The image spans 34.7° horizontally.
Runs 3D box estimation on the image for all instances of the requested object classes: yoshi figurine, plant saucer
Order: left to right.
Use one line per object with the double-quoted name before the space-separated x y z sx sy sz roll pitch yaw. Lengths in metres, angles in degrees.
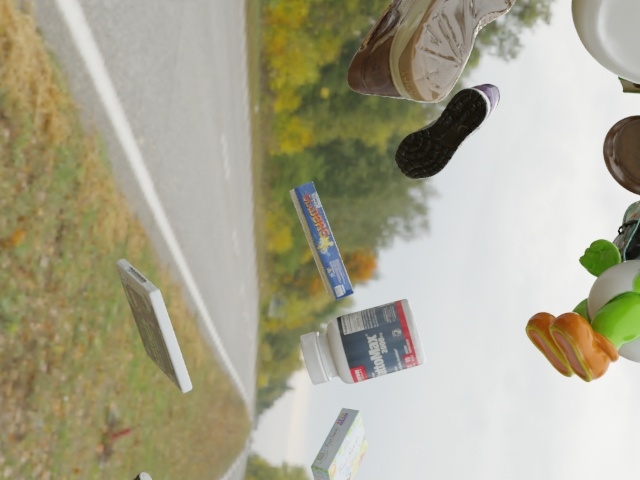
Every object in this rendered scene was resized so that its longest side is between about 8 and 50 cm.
"yoshi figurine" 0.451 0.027 1.429 0.203 0.362 0.203 48 -10 39
"plant saucer" 0.617 -0.163 1.933 0.029 0.168 0.168 -37 148 -42

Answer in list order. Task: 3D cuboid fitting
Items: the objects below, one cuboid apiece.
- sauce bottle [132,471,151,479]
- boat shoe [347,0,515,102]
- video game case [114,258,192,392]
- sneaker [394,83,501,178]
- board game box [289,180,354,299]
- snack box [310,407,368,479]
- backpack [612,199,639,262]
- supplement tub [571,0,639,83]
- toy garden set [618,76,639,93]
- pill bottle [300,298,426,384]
"sauce bottle" -0.313 0.404 1.589 0.128 0.042 0.042 -42 -164 17
"boat shoe" 0.135 -0.283 1.208 0.123 0.123 0.342 57 49 -35
"video game case" -0.277 0.139 1.689 0.173 0.022 0.190 29 -41 57
"sneaker" 0.287 -0.234 2.227 0.283 0.107 0.124 -39 175 39
"board game box" 0.000 0.000 1.762 0.136 0.035 0.201 -169 -121 -84
"snack box" 0.034 0.374 1.767 0.141 0.037 0.100 -57 143 -44
"backpack" 0.574 0.013 1.720 0.188 0.166 0.144 -64 -178 -16
"supplement tub" 0.326 -0.293 0.939 0.191 0.191 0.272 102 -1 -52
"toy garden set" 0.488 -0.293 1.453 0.049 0.204 0.244 -50 129 -25
"pill bottle" 0.065 0.165 1.598 0.108 0.180 0.108 -16 90 -86
